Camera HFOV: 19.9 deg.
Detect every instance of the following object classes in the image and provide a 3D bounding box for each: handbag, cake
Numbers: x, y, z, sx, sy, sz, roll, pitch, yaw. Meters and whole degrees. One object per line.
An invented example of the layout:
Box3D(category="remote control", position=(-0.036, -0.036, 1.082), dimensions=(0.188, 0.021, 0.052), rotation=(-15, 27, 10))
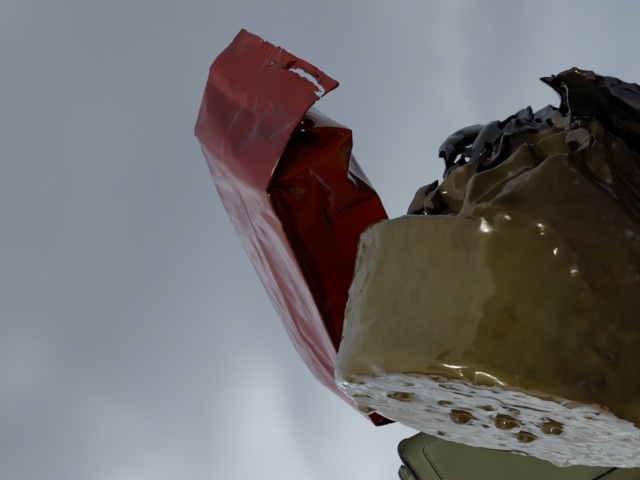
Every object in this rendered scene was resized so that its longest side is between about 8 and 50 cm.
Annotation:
Box3D(category="handbag", position=(0.310, 0.324, 2.500), dimensions=(0.359, 0.236, 0.160), rotation=(-26, -36, -17))
Box3D(category="cake", position=(0.193, 0.015, 1.599), dimensions=(0.332, 0.332, 0.321), rotation=(33, -113, -49))

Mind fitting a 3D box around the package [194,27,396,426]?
Box3D(category="package", position=(0.001, 0.001, 1.865), dimensions=(0.123, 0.196, 0.423), rotation=(-32, -57, -15))
